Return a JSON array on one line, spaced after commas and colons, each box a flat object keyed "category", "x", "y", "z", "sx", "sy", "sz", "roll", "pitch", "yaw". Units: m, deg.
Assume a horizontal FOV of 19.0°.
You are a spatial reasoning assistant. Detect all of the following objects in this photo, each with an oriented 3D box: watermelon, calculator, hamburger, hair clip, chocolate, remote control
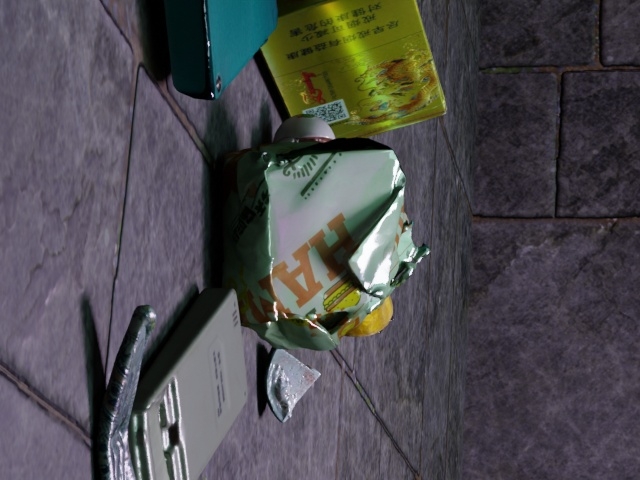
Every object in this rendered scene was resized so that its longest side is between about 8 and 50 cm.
[{"category": "watermelon", "x": -0.030, "y": 0.152, "z": 2.032, "sx": 0.085, "sy": 0.061, "sz": 0.085, "roll": -9, "pitch": 90, "yaw": -82}, {"category": "calculator", "x": -0.097, "y": -0.265, "z": 1.694, "sx": 0.274, "sy": 0.058, "sz": 0.248, "roll": -67, "pitch": 153, "yaw": -63}, {"category": "hamburger", "x": 0.004, "y": 0.000, "z": 1.885, "sx": 0.235, "sy": 0.125, "sz": 0.214, "roll": -12, "pitch": 108, "yaw": -39}, {"category": "hair clip", "x": -0.150, "y": 0.158, "z": 1.485, "sx": 0.066, "sy": 0.036, "sz": 0.229, "roll": -39, "pitch": 134, "yaw": -70}, {"category": "chocolate", "x": 0.035, "y": 0.022, "z": 2.335, "sx": 0.219, "sy": 0.086, "sz": 0.085, "roll": 76, "pitch": 18, "yaw": -44}, {"category": "remote control", "x": -0.119, "y": 0.142, "z": 1.658, "sx": 0.285, "sy": 0.038, "sz": 0.123, "roll": -58, "pitch": 146, "yaw": -66}]

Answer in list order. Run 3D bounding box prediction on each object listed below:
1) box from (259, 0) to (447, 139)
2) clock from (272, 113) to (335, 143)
[{"category": "box", "x": 0.032, "y": -0.196, "z": 2.053, "sx": 0.311, "sy": 0.173, "sz": 0.043, "roll": 63, "pitch": 11, "yaw": -65}, {"category": "clock", "x": -0.022, "y": -0.038, "z": 2.029, "sx": 0.166, "sy": 0.093, "sz": 0.162, "roll": -70, "pitch": 149, "yaw": -52}]
